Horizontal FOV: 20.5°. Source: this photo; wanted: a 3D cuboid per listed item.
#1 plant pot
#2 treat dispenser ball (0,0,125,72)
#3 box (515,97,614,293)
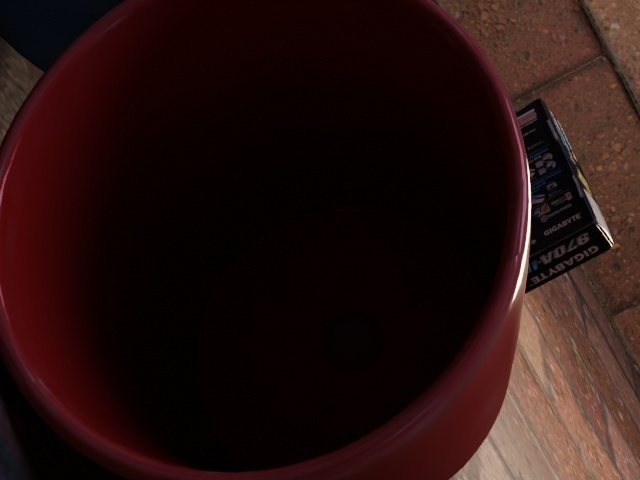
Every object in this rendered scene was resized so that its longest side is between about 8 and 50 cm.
[{"bbox_3d":[-0.008,0.026,0.931,0.243,0.275,0.275,57,10,-65],"label":"plant pot"},{"bbox_3d":[-0.080,-0.217,1.023,0.288,0.288,0.288,58,13,-22],"label":"treat dispenser ball"},{"bbox_3d":[0.153,-0.016,1.713,0.051,0.220,0.175,47,19,-45],"label":"box"}]
